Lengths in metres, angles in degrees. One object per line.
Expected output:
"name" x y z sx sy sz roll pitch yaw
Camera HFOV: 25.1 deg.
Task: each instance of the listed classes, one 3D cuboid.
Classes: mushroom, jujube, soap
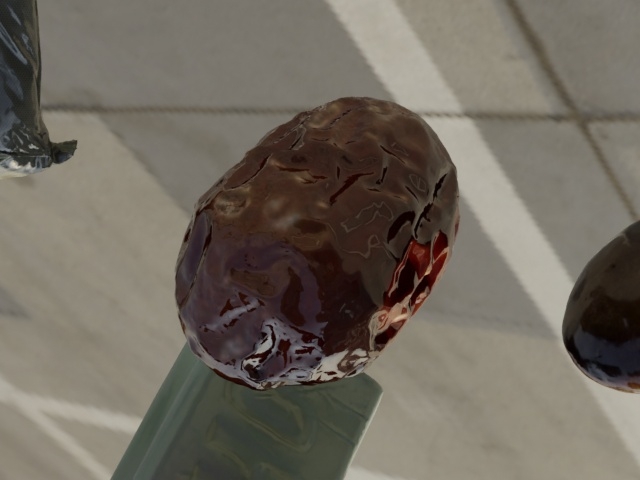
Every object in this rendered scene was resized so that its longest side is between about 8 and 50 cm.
"mushroom" 0.309 0.060 1.068 0.217 0.227 0.148 47 -168 -41
"jujube" 0.000 0.000 0.982 0.174 0.250 0.174 15 129 20
"soap" -0.082 0.212 1.254 0.173 0.289 0.095 36 153 -15

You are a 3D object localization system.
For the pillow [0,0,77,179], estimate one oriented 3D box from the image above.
"pillow" -0.281 -0.152 1.088 0.169 0.059 0.255 9 128 12
